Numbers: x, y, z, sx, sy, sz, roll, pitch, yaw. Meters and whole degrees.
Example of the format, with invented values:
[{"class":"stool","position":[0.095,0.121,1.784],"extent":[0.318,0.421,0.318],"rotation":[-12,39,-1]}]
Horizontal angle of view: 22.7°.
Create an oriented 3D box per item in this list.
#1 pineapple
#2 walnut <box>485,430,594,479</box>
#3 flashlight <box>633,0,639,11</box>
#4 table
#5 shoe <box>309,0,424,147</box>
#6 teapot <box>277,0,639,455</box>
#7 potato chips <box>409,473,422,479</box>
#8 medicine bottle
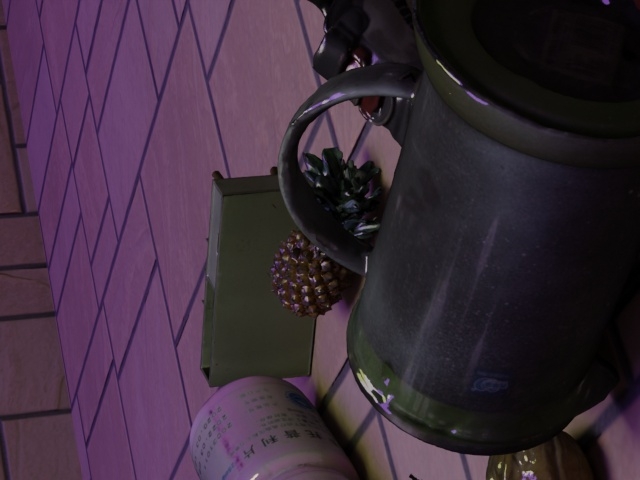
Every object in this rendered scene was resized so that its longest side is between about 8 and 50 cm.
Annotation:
[{"class":"pineapple","position":[0.001,0.000,1.611],"extent":[0.221,0.083,0.103],"rotation":[114,145,-50]},{"class":"walnut","position":[0.164,0.181,1.192],"extent":[0.092,0.092,0.092],"rotation":[176,90,-71]},{"class":"flashlight","position":[0.257,-0.144,0.847],"extent":[0.232,0.093,0.093],"rotation":[-153,61,-64]},{"class":"table","position":[-0.074,0.029,1.776],"extent":[0.111,0.122,0.240],"rotation":[-126,37,-55]},{"class":"shoe","position":[0.041,-0.144,1.212],"extent":[0.099,0.112,0.227],"rotation":[111,153,-52]},{"class":"teapot","position":[0.101,-0.019,1.072],"extent":[0.200,0.270,0.337],"rotation":[-70,-6,-46]},{"class":"potato chips","position":[0.146,0.259,1.200],"extent":[0.220,0.029,0.202],"rotation":[35,155,52]},{"class":"medicine bottle","position":[-0.038,0.260,1.681],"extent":[0.254,0.152,0.152],"rotation":[-132,42,-59]}]
